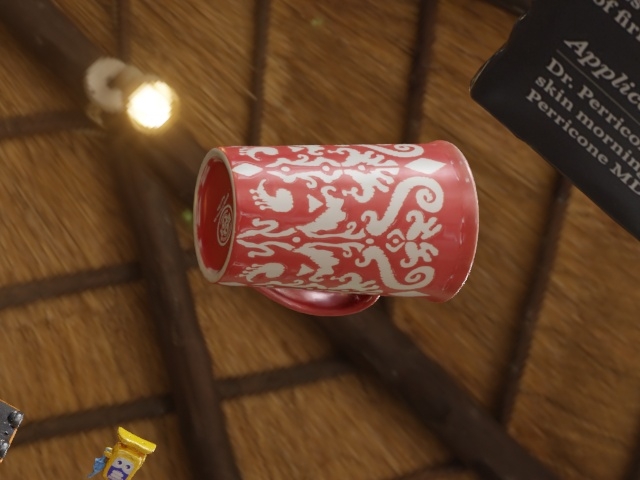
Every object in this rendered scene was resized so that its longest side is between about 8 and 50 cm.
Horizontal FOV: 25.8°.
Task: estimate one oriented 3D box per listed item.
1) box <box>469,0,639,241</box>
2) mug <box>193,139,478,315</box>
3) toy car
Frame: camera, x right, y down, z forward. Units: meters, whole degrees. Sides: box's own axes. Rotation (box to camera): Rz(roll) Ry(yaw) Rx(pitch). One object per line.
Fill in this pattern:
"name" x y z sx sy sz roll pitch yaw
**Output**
"box" 0.249 -0.046 0.274 0.179 0.343 0.312 -45 -8 -23
"mug" 0.004 0.002 0.954 0.169 0.113 0.150 1 -66 -23
"toy car" -0.143 0.115 0.712 0.122 0.060 0.040 24 -71 -26
